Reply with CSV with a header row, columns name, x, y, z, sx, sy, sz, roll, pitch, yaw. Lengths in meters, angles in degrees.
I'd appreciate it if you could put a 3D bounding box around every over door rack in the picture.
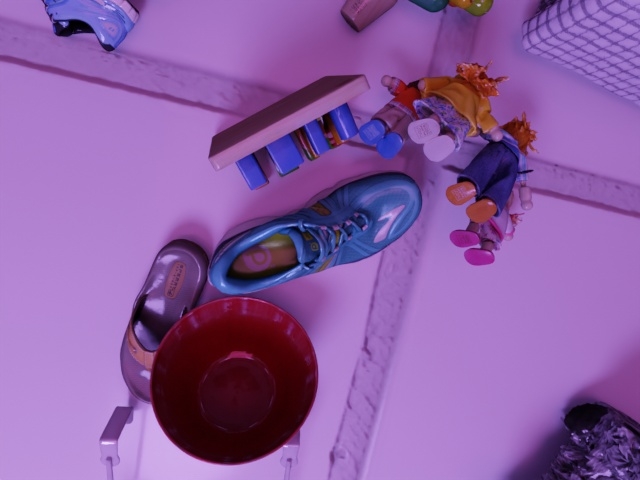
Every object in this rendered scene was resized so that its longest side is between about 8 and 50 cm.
name,x,y,z,sx,sy,sz,roll,pitch,yaw
over door rack,-0.157,0.381,0.515,0.240,0.108,0.324,5,100,-7

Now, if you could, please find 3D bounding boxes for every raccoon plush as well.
name,x,y,z,sx,sy,sz,roll,pitch,yaw
raccoon plush,0.432,0.438,0.549,0.446,0.216,0.299,32,101,-9

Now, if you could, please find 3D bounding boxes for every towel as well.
name,x,y,z,sx,sy,sz,roll,pitch,yaw
towel,0.403,-0.242,0.433,0.284,0.235,0.121,19,92,-9

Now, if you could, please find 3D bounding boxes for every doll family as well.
name,x,y,z,sx,sy,sz,roll,pitch,yaw
doll family,0.182,-0.108,0.470,0.263,0.118,0.163,48,54,-10

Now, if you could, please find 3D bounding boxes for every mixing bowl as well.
name,x,y,z,sx,sy,sz,roll,pitch,yaw
mixing bowl,-0.098,0.169,0.487,0.181,0.098,0.181,5,56,-7

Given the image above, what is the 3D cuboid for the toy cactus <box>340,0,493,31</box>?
name,x,y,z,sx,sy,sz,roll,pitch,yaw
toy cactus,0.101,-0.319,0.468,0.219,0.112,0.180,41,102,-18

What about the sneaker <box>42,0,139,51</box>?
name,x,y,z,sx,sy,sz,roll,pitch,yaw
sneaker,-0.289,-0.266,0.447,0.162,0.063,0.073,27,97,-8

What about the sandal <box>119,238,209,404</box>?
name,x,y,z,sx,sy,sz,roll,pitch,yaw
sandal,-0.193,0.107,0.503,0.090,0.060,0.219,21,100,-7

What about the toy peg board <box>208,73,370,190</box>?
name,x,y,z,sx,sy,sz,roll,pitch,yaw
toy peg board,-0.030,-0.108,0.452,0.161,0.160,0.079,-29,115,-1

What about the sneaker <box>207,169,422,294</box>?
name,x,y,z,sx,sy,sz,roll,pitch,yaw
sneaker,0.000,0.000,0.486,0.275,0.110,0.107,-24,99,-3
